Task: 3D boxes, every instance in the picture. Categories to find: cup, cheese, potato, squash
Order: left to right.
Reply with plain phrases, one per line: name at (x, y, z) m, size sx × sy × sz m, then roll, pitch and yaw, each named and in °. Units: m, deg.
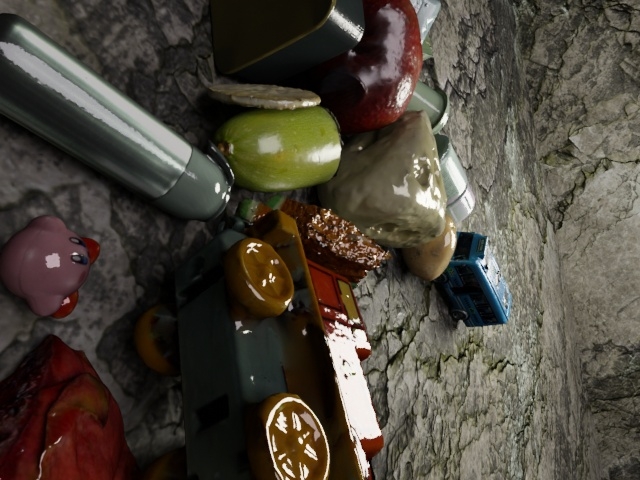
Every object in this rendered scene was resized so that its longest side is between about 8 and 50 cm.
squash at (-0.062, -0.118, 0.574) m, size 0.187 × 0.123 × 0.123 m, roll -22°, pitch 99°, yaw -49°
cheese at (0.117, -0.075, 0.749) m, size 0.248 × 0.174 × 0.251 m, roll -40°, pitch 118°, yaw -49°
cup at (0.201, -0.300, 0.953) m, size 0.141 × 0.120 × 0.120 m, roll 19°, pitch 67°, yaw -33°
potato at (0.225, 0.009, 0.906) m, size 0.112 × 0.112 × 0.147 m, roll 22°, pitch 86°, yaw -47°

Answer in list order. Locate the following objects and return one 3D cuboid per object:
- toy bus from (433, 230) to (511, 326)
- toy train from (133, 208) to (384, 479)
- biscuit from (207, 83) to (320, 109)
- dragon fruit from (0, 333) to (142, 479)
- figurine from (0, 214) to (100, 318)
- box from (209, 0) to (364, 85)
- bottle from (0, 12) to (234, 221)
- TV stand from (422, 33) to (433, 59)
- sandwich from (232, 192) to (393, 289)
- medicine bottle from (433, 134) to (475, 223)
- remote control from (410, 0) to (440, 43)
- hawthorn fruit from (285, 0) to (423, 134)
toy bus at (0.361, 0.093, 1.034) m, size 0.246 × 0.134 × 0.113 m, roll 55°, pitch 45°, yaw -29°
toy train at (-0.042, 0.132, 0.433) m, size 0.232 × 0.163 × 0.369 m, roll 25°, pitch 38°, yaw -45°
biscuit at (-0.072, -0.189, 0.562) m, size 0.152 × 0.152 × 0.020 m, roll -29°, pitch 131°, yaw -50°
dragon fruit at (-0.202, 0.245, 0.298) m, size 0.205 × 0.152 × 0.317 m, roll 55°, pitch 44°, yaw -29°
figurine at (-0.235, 0.023, 0.372) m, size 0.067 × 0.071 × 0.083 m, roll 0°, pitch 70°, yaw -9°
box at (-0.045, -0.302, 0.573) m, size 0.090 × 0.201 × 0.144 m, roll 3°, pitch 79°, yaw -55°
bottle at (-0.196, -0.108, 0.430) m, size 0.096 × 0.079 × 0.254 m, roll -47°, pitch 130°, yaw 7°
TV stand at (0.135, -0.418, 0.904) m, size 0.269 × 0.088 × 0.082 m, roll -20°, pitch 96°, yaw -50°
sandwich at (-0.009, -0.005, 0.597) m, size 0.235 × 0.159 × 0.079 m, roll 22°, pitch 69°, yaw -25°
medicine bottle at (0.252, -0.125, 0.949) m, size 0.168 × 0.135 × 0.135 m, roll 50°, pitch 48°, yaw -32°
remote control at (0.066, -0.430, 0.734) m, size 0.293 × 0.051 × 0.103 m, roll 23°, pitch 102°, yaw -16°
hawthorn fruit at (0.073, -0.283, 0.710) m, size 0.266 × 0.210 × 0.230 m, roll -1°, pitch 90°, yaw -56°
